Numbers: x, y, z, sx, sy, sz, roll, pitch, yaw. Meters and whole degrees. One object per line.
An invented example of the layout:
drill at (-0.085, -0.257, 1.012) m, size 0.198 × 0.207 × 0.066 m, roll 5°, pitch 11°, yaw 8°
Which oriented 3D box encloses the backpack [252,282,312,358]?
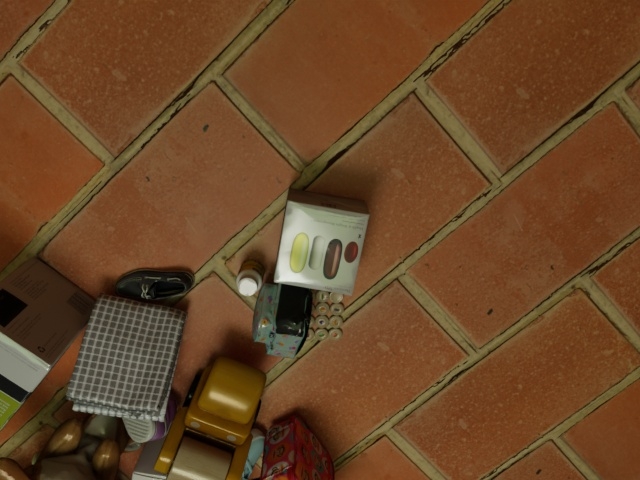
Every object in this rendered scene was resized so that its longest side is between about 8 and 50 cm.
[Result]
backpack at (-0.095, 0.199, 1.502) m, size 0.145 × 0.165 × 0.188 m, roll 3°, pitch 142°, yaw -2°

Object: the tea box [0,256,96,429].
tea box at (-0.752, 0.267, 1.446) m, size 0.220 × 0.329 × 0.323 m, roll 40°, pitch 104°, yaw -12°

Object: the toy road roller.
toy road roller at (-0.253, 0.440, 1.506) m, size 0.203 × 0.329 × 0.240 m, roll 23°, pitch 128°, yaw -7°

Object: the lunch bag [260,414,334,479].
lunch bag at (-0.044, 0.632, 1.582) m, size 0.120 × 0.293 × 0.258 m, roll -29°, pitch 109°, yaw 10°

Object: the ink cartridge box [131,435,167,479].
ink cartridge box at (-0.445, 0.684, 1.644) m, size 0.117 × 0.201 × 0.277 m, roll 13°, pitch 107°, yaw -4°

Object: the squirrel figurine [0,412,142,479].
squirrel figurine at (-0.615, 0.611, 1.538) m, size 0.281 × 0.370 × 0.396 m, roll 15°, pitch 112°, yaw -2°

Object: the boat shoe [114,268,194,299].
boat shoe at (-0.426, 0.115, 1.535) m, size 0.206 × 0.065 × 0.075 m, roll -5°, pitch 108°, yaw 2°

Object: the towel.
towel at (-0.468, 0.285, 1.486) m, size 0.235 × 0.121 × 0.283 m, roll 13°, pitch 63°, yaw -10°

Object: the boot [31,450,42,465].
boot at (-0.697, 0.663, 1.702) m, size 0.165 × 0.077 × 0.213 m, roll -13°, pitch 114°, yaw 5°

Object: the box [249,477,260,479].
box at (-0.235, 0.816, 1.760) m, size 0.270 × 0.060 × 0.216 m, roll -16°, pitch 106°, yaw 5°

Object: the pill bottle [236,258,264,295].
pill bottle at (-0.174, 0.094, 1.502) m, size 0.065 × 0.116 × 0.065 m, roll 0°, pitch 108°, yaw 0°

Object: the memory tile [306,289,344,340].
memory tile at (0.004, 0.196, 1.589) m, size 0.113 × 0.012 × 0.147 m, roll 1°, pitch 107°, yaw -1°

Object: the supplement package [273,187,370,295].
supplement package at (0.000, 0.000, 1.456) m, size 0.194 × 0.149 × 0.203 m, roll 9°, pitch 106°, yaw -3°

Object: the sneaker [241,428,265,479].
sneaker at (-0.243, 0.675, 1.595) m, size 0.150 × 0.135 × 0.366 m, roll 29°, pitch 64°, yaw 27°

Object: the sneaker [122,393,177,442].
sneaker at (-0.469, 0.390, 1.609) m, size 0.102 × 0.161 × 0.281 m, roll -26°, pitch 74°, yaw 17°
